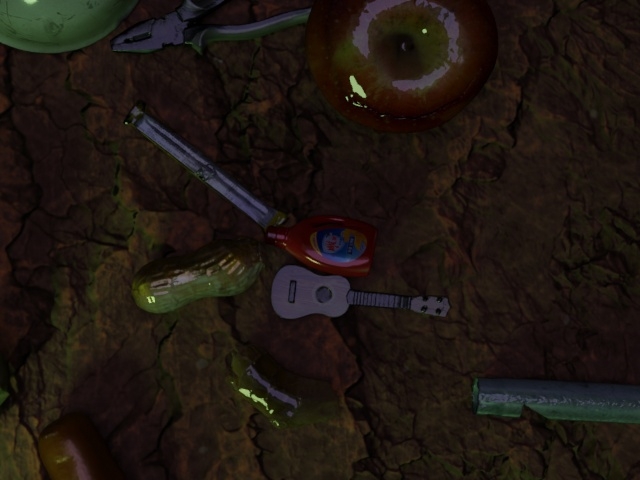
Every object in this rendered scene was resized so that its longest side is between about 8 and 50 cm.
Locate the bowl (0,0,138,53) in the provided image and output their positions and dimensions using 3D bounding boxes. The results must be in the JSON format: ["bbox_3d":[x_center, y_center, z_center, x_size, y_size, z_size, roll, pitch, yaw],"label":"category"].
[{"bbox_3d":[-0.388,-0.416,1.645,0.313,0.146,0.313,-4,106,-13],"label":"bowl"}]

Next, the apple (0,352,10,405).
[{"bbox_3d":[-0.545,0.186,1.658,0.188,0.207,0.174,48,49,7],"label":"apple"}]

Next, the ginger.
[{"bbox_3d":[-0.058,0.221,1.724,0.190,0.069,0.095,34,93,-1],"label":"ginger"}]

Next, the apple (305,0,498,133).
[{"bbox_3d":[0.116,-0.280,1.676,0.271,0.206,0.252,-19,100,1],"label":"apple"}]

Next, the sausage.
[{"bbox_3d":[-0.333,0.368,1.705,0.098,0.098,0.238,-29,88,-2],"label":"sausage"}]

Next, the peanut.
[{"bbox_3d":[-0.178,0.052,1.717,0.206,0.087,0.087,-18,89,-1],"label":"peanut"}]

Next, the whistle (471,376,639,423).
[{"bbox_3d":[0.383,0.241,1.739,0.312,0.062,0.062,3,89,-1],"label":"whistle"}]

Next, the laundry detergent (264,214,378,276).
[{"bbox_3d":[0.000,0.000,1.735,0.165,0.049,0.097,12,57,0],"label":"laundry detergent"}]

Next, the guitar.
[{"bbox_3d":[0.061,0.086,1.744,0.271,0.038,0.084,5,89,1],"label":"guitar"}]

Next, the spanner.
[{"bbox_3d":[-0.159,-0.337,1.749,0.324,0.040,0.096,-16,90,-3],"label":"spanner"}]

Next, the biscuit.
[{"bbox_3d":[-0.173,-0.107,1.750,0.292,0.026,0.048,39,86,-1],"label":"biscuit"}]
